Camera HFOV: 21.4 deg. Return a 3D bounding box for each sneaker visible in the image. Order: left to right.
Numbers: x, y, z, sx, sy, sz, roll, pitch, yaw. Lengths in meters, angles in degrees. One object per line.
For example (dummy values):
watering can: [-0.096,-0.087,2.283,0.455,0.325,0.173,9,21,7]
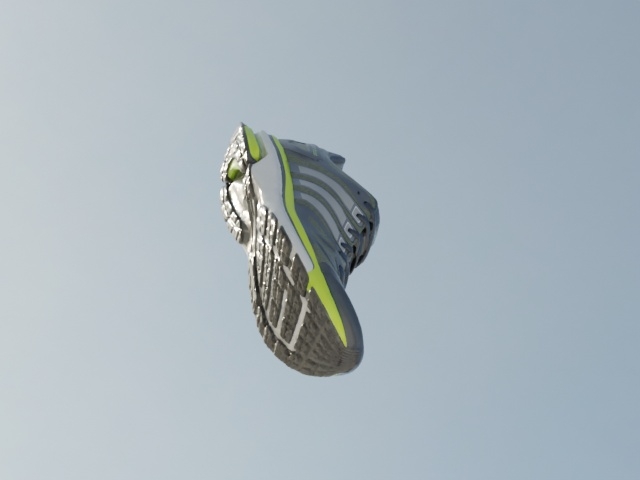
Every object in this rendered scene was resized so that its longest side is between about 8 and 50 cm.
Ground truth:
sneaker: [0.000,0.000,1.454,0.121,0.300,0.111,1,-50,-18]
